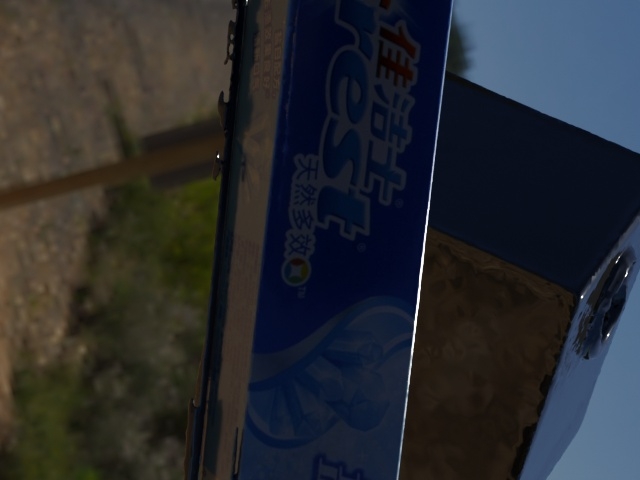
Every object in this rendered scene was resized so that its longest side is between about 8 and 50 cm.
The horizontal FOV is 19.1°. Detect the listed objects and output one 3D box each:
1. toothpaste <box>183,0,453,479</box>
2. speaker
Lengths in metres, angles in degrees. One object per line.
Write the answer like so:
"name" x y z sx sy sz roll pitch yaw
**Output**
"toothpaste" 0.000 0.000 0.640 0.053 0.066 0.272 -156 -109 -66
"speaker" 0.068 0.045 1.216 0.184 0.232 0.254 -45 154 -50
